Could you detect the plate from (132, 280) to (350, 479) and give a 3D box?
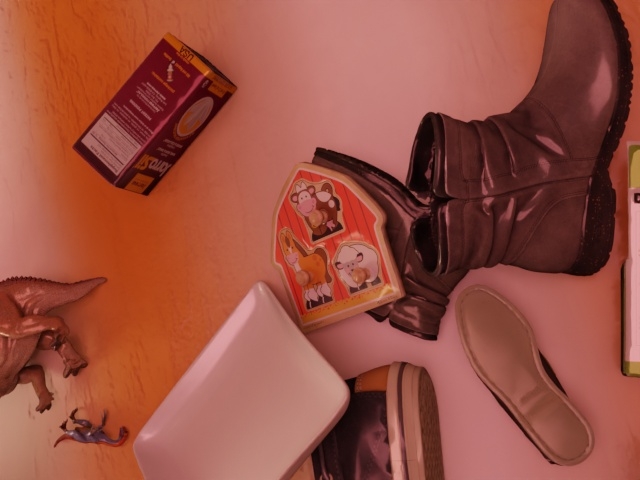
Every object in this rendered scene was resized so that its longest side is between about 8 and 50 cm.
[{"bbox_3d":[-0.094,0.216,1.131,0.277,0.045,0.278,-53,34,5],"label":"plate"}]

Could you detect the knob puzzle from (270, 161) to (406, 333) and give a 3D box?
[{"bbox_3d":[0.000,0.000,1.151,0.213,0.030,0.213,10,106,41],"label":"knob puzzle"}]

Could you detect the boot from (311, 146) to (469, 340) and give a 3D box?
[{"bbox_3d":[0.062,0.005,1.161,0.247,0.083,0.161,33,100,15],"label":"boot"}]

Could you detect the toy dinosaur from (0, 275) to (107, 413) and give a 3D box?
[{"bbox_3d":[-0.422,0.125,1.251,0.200,0.127,0.295,40,90,20],"label":"toy dinosaur"}]

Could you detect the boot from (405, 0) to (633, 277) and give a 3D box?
[{"bbox_3d":[0.212,-0.125,1.063,0.223,0.118,0.338,4,84,-17],"label":"boot"}]

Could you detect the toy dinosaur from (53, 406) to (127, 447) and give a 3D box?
[{"bbox_3d":[-0.292,0.249,1.258,0.082,0.047,0.090,32,127,5],"label":"toy dinosaur"}]

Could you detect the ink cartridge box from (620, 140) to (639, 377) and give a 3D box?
[{"bbox_3d":[0.426,0.024,1.059,0.189,0.097,0.255,0,83,14],"label":"ink cartridge box"}]

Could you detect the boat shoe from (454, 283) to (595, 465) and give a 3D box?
[{"bbox_3d":[0.224,0.155,1.111,0.081,0.068,0.227,-31,79,-2],"label":"boat shoe"}]

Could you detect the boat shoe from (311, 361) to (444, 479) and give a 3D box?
[{"bbox_3d":[0.061,0.388,1.080,0.156,0.187,0.499,-6,78,15],"label":"boat shoe"}]

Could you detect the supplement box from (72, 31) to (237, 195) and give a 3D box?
[{"bbox_3d":[-0.206,-0.155,1.223,0.081,0.104,0.188,42,97,13],"label":"supplement box"}]
